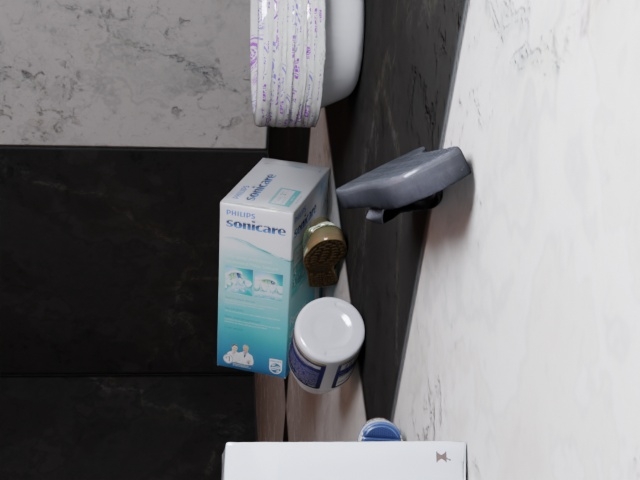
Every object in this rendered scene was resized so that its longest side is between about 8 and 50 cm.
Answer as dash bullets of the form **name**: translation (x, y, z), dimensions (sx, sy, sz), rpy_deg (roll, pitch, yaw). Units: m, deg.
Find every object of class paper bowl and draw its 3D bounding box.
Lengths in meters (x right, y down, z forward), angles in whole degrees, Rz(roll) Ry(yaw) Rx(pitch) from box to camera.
- **paper bowl**: translation (-0.022, -0.298, 1.668), dimensions (0.284, 0.148, 0.284), rpy_deg (180, 90, -83)

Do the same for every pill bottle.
- **pill bottle**: translation (0.005, 0.151, 1.636), dimensions (0.169, 0.094, 0.094), rpy_deg (103, 166, -63)

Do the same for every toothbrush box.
- **toothbrush box**: translation (-0.076, 0.040, 1.964), dimensions (0.216, 0.126, 0.295), rpy_deg (-53, -31, -63)

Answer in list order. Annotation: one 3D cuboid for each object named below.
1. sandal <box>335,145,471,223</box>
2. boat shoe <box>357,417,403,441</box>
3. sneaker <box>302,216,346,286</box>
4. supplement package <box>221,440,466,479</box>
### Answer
- **sandal**: translation (0.073, -0.041, 1.079), dimensions (0.054, 0.097, 0.254), rpy_deg (64, 177, -6)
- **boat shoe**: translation (0.062, 0.282, 1.289), dimensions (0.066, 0.066, 0.183), rpy_deg (-78, -3, -89)
- **sneaker**: translation (0.000, 0.000, 1.819), dimensions (0.192, 0.064, 0.086), rpy_deg (97, 167, -67)
- **supplement package**: translation (0.015, 0.306, 1.017), dimensions (0.145, 0.204, 0.262), rpy_deg (115, 156, -74)
